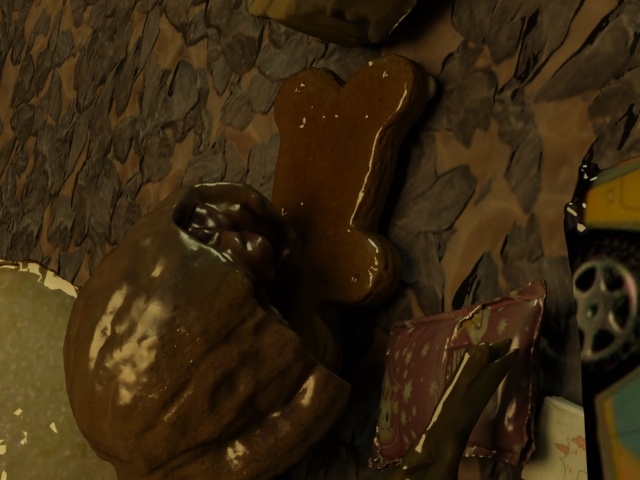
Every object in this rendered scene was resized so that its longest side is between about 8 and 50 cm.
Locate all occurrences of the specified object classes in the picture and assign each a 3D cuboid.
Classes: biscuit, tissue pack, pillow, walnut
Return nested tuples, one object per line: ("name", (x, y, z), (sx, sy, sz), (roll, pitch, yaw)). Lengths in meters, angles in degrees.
("biscuit", (0.000, 0.000, 0.856), (0.197, 0.049, 0.301), (7, 85, 54))
("tissue pack", (0.165, 0.132, 0.605), (0.108, 0.023, 0.056), (22, 97, 55))
("pillow", (0.092, 0.096, 0.700), (0.185, 0.043, 0.118), (-23, 56, 61))
("walnut", (-0.102, 0.066, 0.765), (0.204, 0.141, 0.238), (-22, 57, 1))

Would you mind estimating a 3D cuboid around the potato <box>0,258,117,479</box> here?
("potato", (-0.262, 0.272, 0.935), (0.385, 0.319, 0.442), (15, 70, 18))

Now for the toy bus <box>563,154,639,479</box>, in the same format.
("toy bus", (0.219, 0.129, 0.424), (0.162, 0.171, 0.386), (-20, 63, 39))

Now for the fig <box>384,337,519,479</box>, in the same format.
("fig", (0.029, 0.224, 0.599), (0.368, 0.286, 0.286), (-55, 37, 0))

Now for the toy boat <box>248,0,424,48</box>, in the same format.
("toy boat", (0.086, -0.317, 0.775), (0.445, 0.136, 0.162), (-52, 37, 32))
